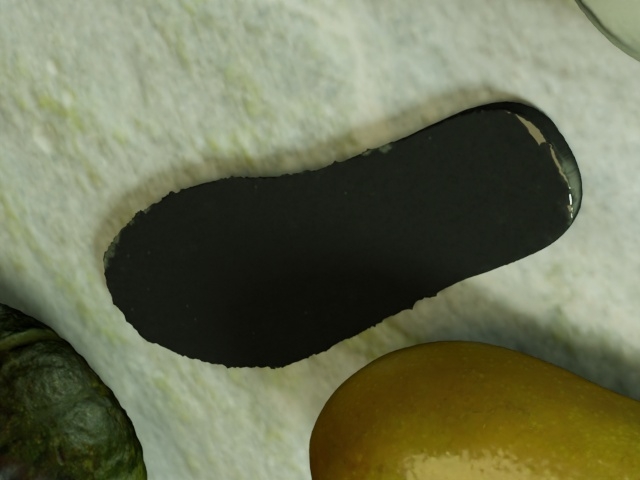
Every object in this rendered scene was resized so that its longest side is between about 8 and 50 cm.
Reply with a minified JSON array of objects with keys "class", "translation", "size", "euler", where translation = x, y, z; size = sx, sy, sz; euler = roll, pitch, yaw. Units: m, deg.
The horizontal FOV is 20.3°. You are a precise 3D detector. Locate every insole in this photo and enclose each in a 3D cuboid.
[{"class":"insole","translation":[0.000,0.000,0.906],"size":[0.309,0.012,0.110],"euler":[-22,96,40]}]

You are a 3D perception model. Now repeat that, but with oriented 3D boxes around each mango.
[{"class":"mango","translation":[0.099,0.117,0.840],"size":[0.227,0.099,0.136],"euler":[4,107,25]}]

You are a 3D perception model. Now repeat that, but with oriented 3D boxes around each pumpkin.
[{"class":"pumpkin","translation":[-0.211,0.143,1.030],"size":[0.238,0.159,0.238],"euler":[18,125,27]}]

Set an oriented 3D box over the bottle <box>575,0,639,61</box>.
[{"class":"bottle","translation":[0.193,-0.155,0.629],"size":[0.233,0.110,0.110],"euler":[-31,91,41]}]
